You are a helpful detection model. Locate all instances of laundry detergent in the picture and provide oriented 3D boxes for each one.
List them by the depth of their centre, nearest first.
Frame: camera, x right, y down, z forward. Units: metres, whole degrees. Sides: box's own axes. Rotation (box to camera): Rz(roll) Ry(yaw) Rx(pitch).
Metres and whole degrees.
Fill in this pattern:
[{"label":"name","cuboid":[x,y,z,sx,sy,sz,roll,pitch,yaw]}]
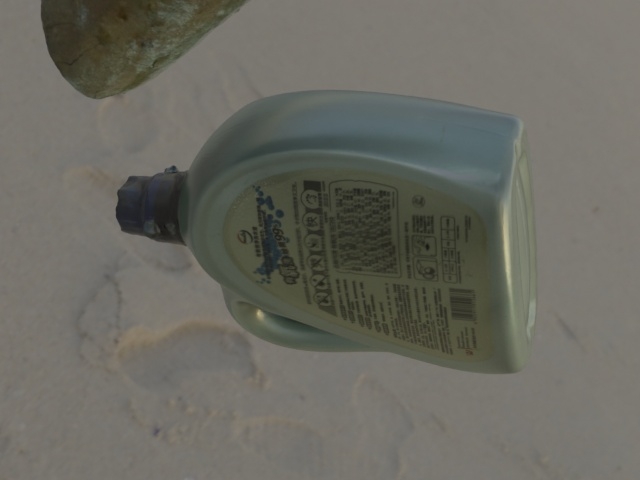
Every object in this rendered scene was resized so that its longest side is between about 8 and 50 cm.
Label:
[{"label":"laundry detergent","cuboid":[0.000,0.000,0.817,0.105,0.280,0.215,-72,156,-44]}]

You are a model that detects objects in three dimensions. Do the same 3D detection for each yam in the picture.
[{"label":"yam","cuboid":[-0.052,-0.176,0.655,0.093,0.259,0.093,35,38,-33]}]
